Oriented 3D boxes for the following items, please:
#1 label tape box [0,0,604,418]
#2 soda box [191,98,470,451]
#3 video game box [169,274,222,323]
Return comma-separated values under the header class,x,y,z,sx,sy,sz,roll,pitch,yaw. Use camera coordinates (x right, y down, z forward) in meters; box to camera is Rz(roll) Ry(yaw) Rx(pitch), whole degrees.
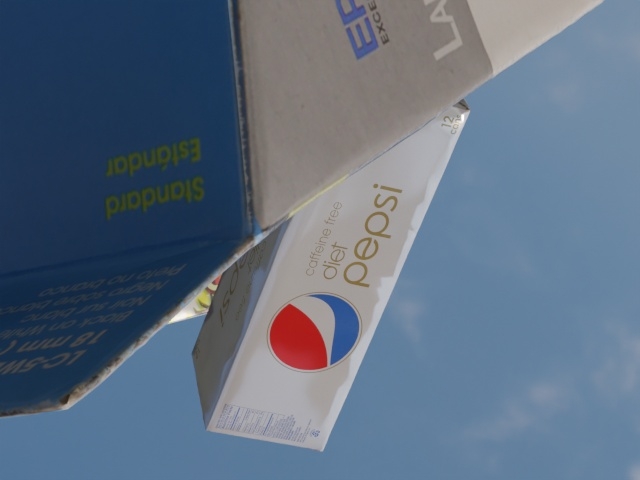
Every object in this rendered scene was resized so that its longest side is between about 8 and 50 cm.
class,x,y,z,sx,sy,sz,roll,pitch,yaw
label tape box,-0.068,-0.064,0.517,0.240,0.106,0.333,-10,-163,37
soda box,0.000,0.000,0.921,0.069,0.216,0.074,13,-152,-19
video game box,-0.105,-0.047,1.225,0.187,0.205,0.048,-14,-166,-32
